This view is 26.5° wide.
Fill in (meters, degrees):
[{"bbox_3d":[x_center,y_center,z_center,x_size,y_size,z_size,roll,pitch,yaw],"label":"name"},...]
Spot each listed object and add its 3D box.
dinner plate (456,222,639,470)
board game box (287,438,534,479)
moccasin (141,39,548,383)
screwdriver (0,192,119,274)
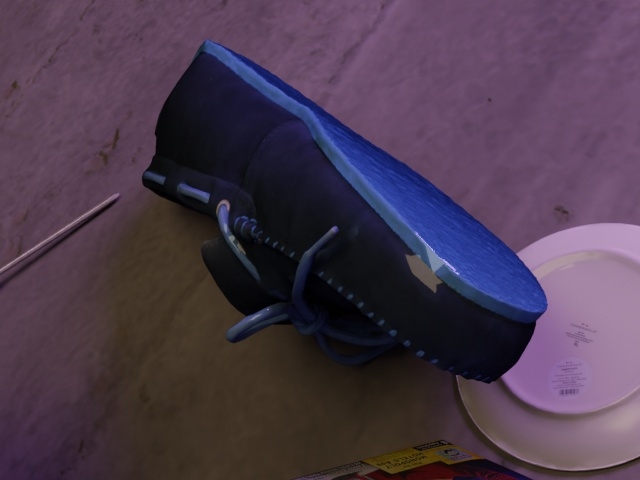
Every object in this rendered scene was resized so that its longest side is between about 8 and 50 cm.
[{"bbox_3d":[0.132,0.048,0.684,0.141,0.017,0.141,-15,53,22],"label":"dinner plate"},{"bbox_3d":[0.044,0.154,0.553,0.194,0.194,0.060,19,111,50],"label":"board game box"},{"bbox_3d":[0.000,0.000,0.734,0.117,0.138,0.342,-57,30,7],"label":"moccasin"},{"bbox_3d":[-0.203,0.018,0.896,0.170,0.024,0.025,-29,47,3],"label":"screwdriver"}]
